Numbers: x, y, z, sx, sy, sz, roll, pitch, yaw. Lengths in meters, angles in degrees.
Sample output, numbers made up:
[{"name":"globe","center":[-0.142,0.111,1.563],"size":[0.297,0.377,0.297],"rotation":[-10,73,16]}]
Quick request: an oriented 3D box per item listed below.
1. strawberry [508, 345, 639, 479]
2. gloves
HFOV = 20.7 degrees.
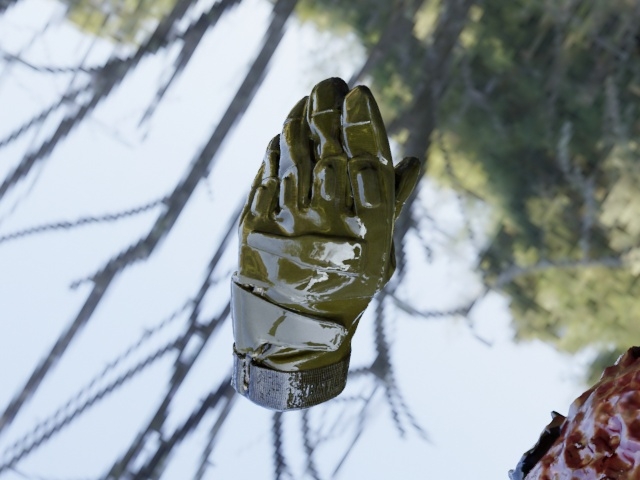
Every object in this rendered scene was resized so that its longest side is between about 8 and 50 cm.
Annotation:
[{"name":"strawberry","center":[0.251,0.182,0.977],"size":[0.250,0.238,0.288],"rotation":[35,172,-17]},{"name":"gloves","center":[-0.003,0.009,1.653],"size":[0.154,0.331,0.141],"rotation":[17,-154,7]}]
